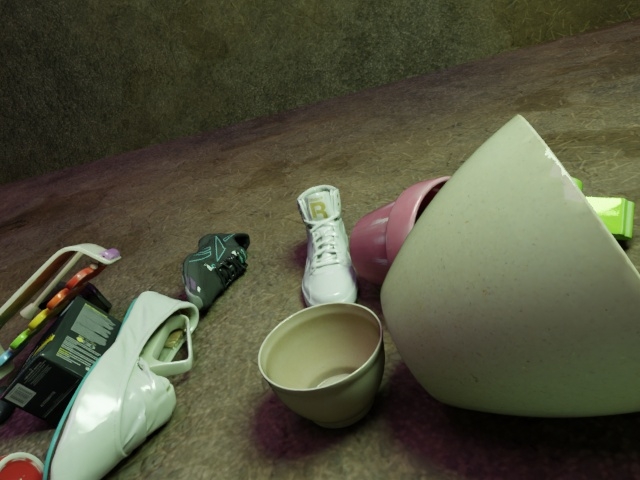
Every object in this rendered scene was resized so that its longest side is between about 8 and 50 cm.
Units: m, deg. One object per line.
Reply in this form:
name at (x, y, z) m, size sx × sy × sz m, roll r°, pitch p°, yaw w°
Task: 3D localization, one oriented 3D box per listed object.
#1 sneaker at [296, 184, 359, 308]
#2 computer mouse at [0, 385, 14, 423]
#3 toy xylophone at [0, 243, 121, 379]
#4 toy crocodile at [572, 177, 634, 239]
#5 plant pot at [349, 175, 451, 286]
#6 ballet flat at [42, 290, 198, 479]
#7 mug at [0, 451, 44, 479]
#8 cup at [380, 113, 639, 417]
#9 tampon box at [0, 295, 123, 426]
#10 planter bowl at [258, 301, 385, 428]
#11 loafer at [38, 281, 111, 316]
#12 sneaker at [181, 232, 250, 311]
sneaker at (0.000, 0.000, 0.919) m, size 0.108 × 0.169 × 0.292 m, roll -13°, pitch 28°, yaw 5°
computer mouse at (-0.613, 0.271, 0.917) m, size 0.071 × 0.041 × 0.242 m, roll -32°, pitch 29°, yaw -24°
toy xylophone at (-0.523, 0.115, 0.957) m, size 0.322 × 0.081 × 0.236 m, roll -46°, pitch 11°, yaw 2°
toy crocodile at (0.345, -0.036, 0.861) m, size 0.341 × 0.105 × 0.115 m, roll 0°, pitch 73°, yaw 29°
plant pot at (0.151, 0.007, 0.807) m, size 0.201 × 0.201 × 0.180 m, roll -36°, pitch 17°, yaw -32°
ballet flat at (-0.271, 0.206, 0.759) m, size 0.139 × 0.139 × 0.400 m, roll -14°, pitch 26°, yaw 7°
mug at (-0.422, 0.339, 0.581) m, size 0.170 × 0.113 × 0.150 m, roll -23°, pitch 48°, yaw 9°
cup at (0.213, 0.064, 0.566) m, size 0.237 × 0.331 × 0.331 m, roll -35°, pitch 20°, yaw 23°
tampon box at (-0.421, 0.197, 0.827) m, size 0.120 × 0.101 × 0.161 m, roll -44°, pitch 23°, yaw 15°
planter bowl at (0.013, 0.173, 0.647) m, size 0.162 × 0.109 × 0.162 m, roll -14°, pitch 26°, yaw 7°
loafer at (-0.545, 0.143, 1.094) m, size 0.220 × 0.080 × 0.078 m, roll -3°, pitch 40°, yaw 38°
sneaker at (-0.213, 0.049, 1.031) m, size 0.106 × 0.101 × 0.267 m, roll -12°, pitch 27°, yaw 6°
